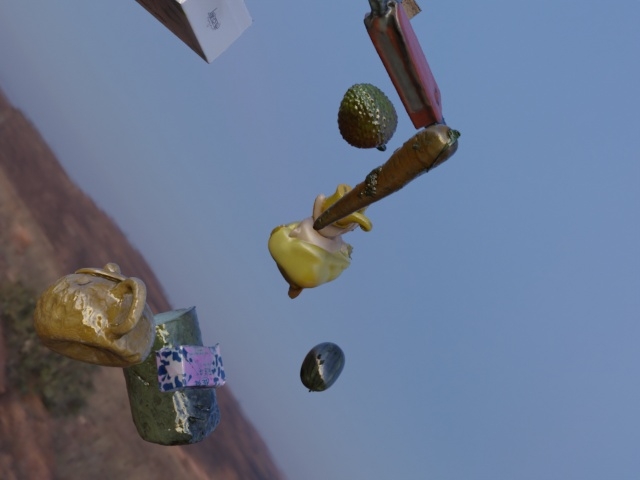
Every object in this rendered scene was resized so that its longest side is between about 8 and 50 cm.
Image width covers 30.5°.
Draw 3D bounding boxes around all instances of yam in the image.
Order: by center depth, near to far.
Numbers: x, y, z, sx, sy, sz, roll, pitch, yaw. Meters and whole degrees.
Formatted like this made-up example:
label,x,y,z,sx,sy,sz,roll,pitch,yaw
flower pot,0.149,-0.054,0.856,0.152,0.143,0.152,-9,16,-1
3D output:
label,x,y,z,sx,sy,sz,roll,pitch,yaw
yam,-0.341,0.310,2.629,0.195,0.195,0.300,149,-73,-82

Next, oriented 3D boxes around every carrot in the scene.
label,x,y,z,sx,sy,sz,roll,pitch,yaw
carrot,0.073,-0.070,1.421,0.254,0.049,0.049,-35,-92,39

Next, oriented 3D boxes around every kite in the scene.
label,x,y,z,sx,sy,sz,roll,pitch,yaw
kite,-0.189,0.157,1.621,0.044,0.002,0.078,56,-5,26

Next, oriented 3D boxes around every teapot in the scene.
label,x,y,z,sx,sy,sz,roll,pitch,yaw
teapot,-0.368,0.113,1.983,0.203,0.167,0.311,23,-22,-26

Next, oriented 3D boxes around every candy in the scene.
label,x,y,z,sx,sy,sz,roll,pitch,yaw
candy,-0.262,0.257,2.377,0.160,0.073,0.092,11,67,-63

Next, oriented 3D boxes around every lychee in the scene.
label,x,y,z,sx,sy,sz,roll,pitch,yaw
lychee,0.086,-0.220,2.135,0.114,0.114,0.146,48,-13,46

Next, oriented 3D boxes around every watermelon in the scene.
label,x,y,z,sx,sy,sz,roll,pitch,yaw
watermelon,0.003,0.243,2.250,0.078,0.111,0.078,24,-33,17

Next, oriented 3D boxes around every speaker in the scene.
label,x,y,z,sx,sy,sz,roll,pitch,yaw
speaker,0.149,-0.466,2.325,0.040,0.046,0.191,53,1,-20

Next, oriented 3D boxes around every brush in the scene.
label,x,y,z,sx,sy,sz,roll,pitch,yaw
brush,0.105,-0.238,1.527,0.323,0.051,0.070,61,26,-43

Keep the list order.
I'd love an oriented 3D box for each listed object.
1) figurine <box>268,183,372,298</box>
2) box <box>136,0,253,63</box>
label,x,y,z,sx,sy,sz,roll,pitch,yaw
figurine,0.000,0.000,1.969,0.246,0.156,0.131,126,-26,-44
box,-0.267,-0.464,2.028,0.274,0.116,0.203,42,-8,20
